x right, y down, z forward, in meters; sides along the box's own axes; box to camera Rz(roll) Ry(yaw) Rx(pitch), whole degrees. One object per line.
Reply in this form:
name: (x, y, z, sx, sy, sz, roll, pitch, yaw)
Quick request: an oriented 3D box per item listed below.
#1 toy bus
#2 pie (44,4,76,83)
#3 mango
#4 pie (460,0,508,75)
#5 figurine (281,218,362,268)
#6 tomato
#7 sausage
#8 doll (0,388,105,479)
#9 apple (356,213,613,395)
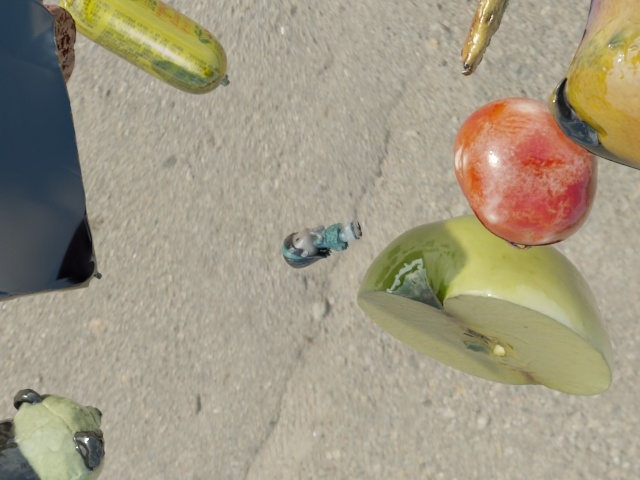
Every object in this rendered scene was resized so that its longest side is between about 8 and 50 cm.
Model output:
toy bus: (-0.407, -0.114, 1.206, 0.171, 0.162, 0.386, -8, 87, -32)
pie: (-0.426, -0.292, 1.473, 0.038, 0.153, 0.153, 20, 108, 12)
mango: (0.329, -0.126, 0.730, 0.287, 0.152, 0.201, 27, 152, 21)
pie: (0.197, -0.270, 1.093, 0.034, 0.092, 0.169, 22, 101, 15)
figurine: (0.000, 0.000, 1.199, 0.106, 0.060, 0.047, -19, 119, 18)
tomato: (0.241, -0.084, 1.114, 0.187, 0.187, 0.151, 31, 136, -14)
sausage: (-0.301, -0.361, 1.658, 0.347, 0.123, 0.123, 27, 106, -27)
doll: (-0.320, 0.245, 0.950, 0.234, 0.143, 0.135, -24, 143, -14)
apple: (0.259, 0.124, 1.453, 0.312, 0.320, 0.360, -42, 130, 16)
